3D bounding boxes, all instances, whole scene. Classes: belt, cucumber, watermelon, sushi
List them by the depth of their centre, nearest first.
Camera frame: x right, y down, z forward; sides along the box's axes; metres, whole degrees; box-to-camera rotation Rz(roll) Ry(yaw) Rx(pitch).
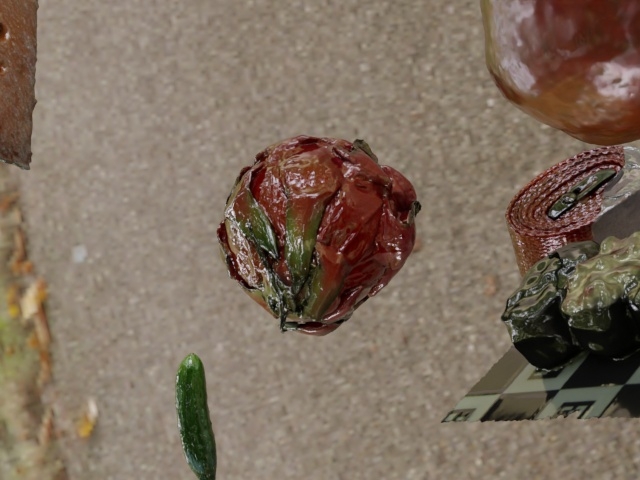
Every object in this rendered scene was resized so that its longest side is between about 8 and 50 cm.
[{"bbox_3d":[-0.302,-0.165,1.091,0.140,0.193,0.256,-29,72,43],"label":"watermelon"},{"bbox_3d":[0.291,0.044,1.344,0.100,0.296,0.373,56,150,-14],"label":"sushi"},{"bbox_3d":[-0.131,0.193,1.432,0.037,0.037,0.155,4,105,51],"label":"cucumber"},{"bbox_3d":[0.321,-0.019,1.661,0.128,0.201,0.124,38,155,49],"label":"belt"}]

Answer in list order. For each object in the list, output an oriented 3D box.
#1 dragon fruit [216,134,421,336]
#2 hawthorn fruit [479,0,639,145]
[{"bbox_3d":[0.000,0.000,1.527,0.293,0.234,0.233,-98,14,-64],"label":"dragon fruit"},{"bbox_3d":[0.252,-0.207,1.144,0.258,0.258,0.261,56,156,23],"label":"hawthorn fruit"}]
